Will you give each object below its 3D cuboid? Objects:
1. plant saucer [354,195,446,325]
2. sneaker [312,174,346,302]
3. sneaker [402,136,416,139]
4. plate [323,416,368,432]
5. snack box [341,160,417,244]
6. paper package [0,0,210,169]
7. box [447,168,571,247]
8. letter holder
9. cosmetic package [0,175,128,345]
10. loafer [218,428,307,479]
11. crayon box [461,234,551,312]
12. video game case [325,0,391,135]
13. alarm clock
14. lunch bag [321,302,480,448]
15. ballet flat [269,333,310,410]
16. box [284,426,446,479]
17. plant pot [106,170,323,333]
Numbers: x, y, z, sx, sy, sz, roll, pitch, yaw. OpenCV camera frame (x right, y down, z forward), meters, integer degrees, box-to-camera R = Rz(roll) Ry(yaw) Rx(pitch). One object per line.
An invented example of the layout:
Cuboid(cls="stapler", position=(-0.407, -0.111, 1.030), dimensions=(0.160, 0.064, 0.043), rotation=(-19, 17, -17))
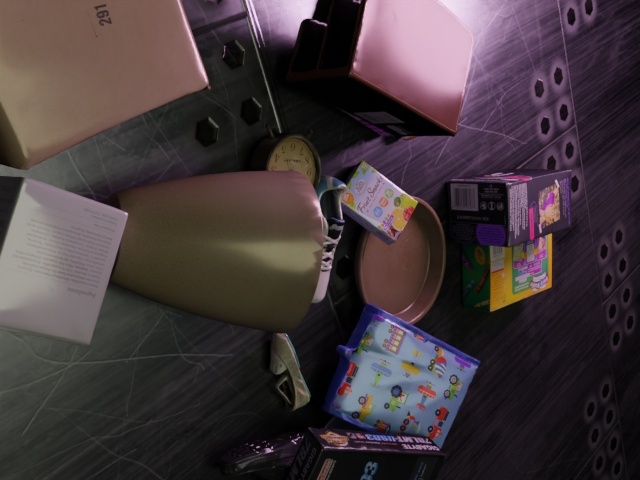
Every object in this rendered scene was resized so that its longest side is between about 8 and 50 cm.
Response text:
Cuboid(cls="plant saucer", position=(0.163, 0.045, 1.602), dimensions=(0.278, 0.041, 0.277), rotation=(-7, 100, -43))
Cuboid(cls="sneaker", position=(0.000, 0.000, 1.406), dimensions=(0.085, 0.086, 0.237), rotation=(0, 97, -46))
Cuboid(cls="sneaker", position=(0.218, -0.275, 1.600), dimensions=(0.175, 0.064, 0.067), rotation=(-43, 113, -35))
Cuboid(cls="plate", position=(0.042, 0.427, 1.546), dimensions=(0.188, 0.024, 0.188), rotation=(-7, 99, -44))
Cuboid(cls="snack box", position=(0.107, -0.072, 1.495), dimensions=(0.141, 0.037, 0.100), rotation=(36, 67, -12))
Cuboid(cls="paper package", position=(-0.343, -0.291, 0.977), dimensions=(0.310, 0.168, 0.324), rotation=(-35, 119, -36))
Cuboid(cls="box", position=(0.433, -0.082, 1.760), dimensions=(0.270, 0.165, 0.143), rotation=(-13, 104, -43))
Cuboid(cls="letter holder", position=(0.117, -0.332, 1.374), dimensions=(0.302, 0.152, 0.214), rotation=(18, 83, -44))
Cuboid(cls="cosmetic package", position=(-0.372, 0.025, 0.999), dimensions=(0.151, 0.151, 0.183), rotation=(22, 79, -43))
Cuboid(cls="loafer", position=(-0.087, 0.394, 1.378), dimensions=(0.223, 0.076, 0.078), rotation=(0, 87, -48))
Cuboid(cls="crayon box", position=(0.452, 0.057, 1.856), dimensions=(0.279, 0.081, 0.165), rotation=(-13, 105, -43))
Cuboid(cls="video game case", position=(0.089, -0.338, 1.477), dimensions=(0.232, 0.042, 0.210), rotation=(22, 80, -43))
Cuboid(cls="alarm clock", position=(-0.064, -0.102, 1.344), dimensions=(0.129, 0.064, 0.191), rotation=(0, 93, -45))
Cuboid(cls="lunch bag", position=(0.141, 0.272, 1.521), dimensions=(0.293, 0.138, 0.220), rotation=(32, 80, -35))
Cuboid(cls="ballet flat", position=(-0.062, 0.240, 1.399), dimensions=(0.052, 0.057, 0.168), rotation=(-32, 117, -26))
Cuboid(cls="box", position=(0.054, 0.493, 1.432), dimensions=(0.294, 0.073, 0.295), rotation=(14, 105, -34))
Cuboid(cls="plant pot", position=(-0.175, 0.007, 1.149), dimensions=(0.274, 0.256, 0.256), rotation=(5, 92, -29))
